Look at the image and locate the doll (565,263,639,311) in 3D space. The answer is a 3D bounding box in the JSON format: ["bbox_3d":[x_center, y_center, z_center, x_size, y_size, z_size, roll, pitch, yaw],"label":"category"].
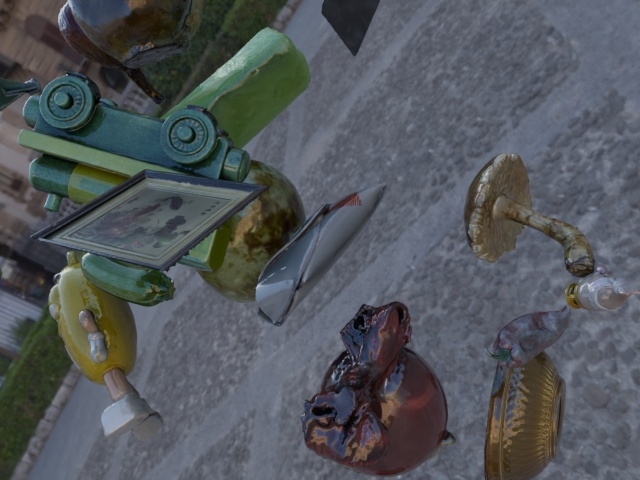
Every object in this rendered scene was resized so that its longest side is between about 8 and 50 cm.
[{"bbox_3d":[0.479,0.079,1.026,0.127,0.073,0.084,-23,53,63],"label":"doll"}]

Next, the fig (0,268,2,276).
[{"bbox_3d":[-0.532,0.029,0.851,0.167,0.233,0.167,-61,-3,-5],"label":"fig"}]

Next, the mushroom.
[{"bbox_3d":[0.425,-0.025,1.235,0.233,0.302,0.208,-27,-25,-33],"label":"mushroom"}]

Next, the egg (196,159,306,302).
[{"bbox_3d":[-0.145,-0.014,1.168,0.238,0.238,0.289,-97,4,-57],"label":"egg"}]

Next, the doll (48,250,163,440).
[{"bbox_3d":[-0.474,0.255,1.362,0.161,0.348,0.423,-23,43,-19],"label":"doll"}]

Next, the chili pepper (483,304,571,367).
[{"bbox_3d":[0.261,0.120,0.762,0.153,0.050,0.041,-22,16,-34],"label":"chili pepper"}]

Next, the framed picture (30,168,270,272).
[{"bbox_3d":[-0.187,-0.030,0.685,0.199,0.010,0.195,10,35,27],"label":"framed picture"}]

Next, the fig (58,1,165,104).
[{"bbox_3d":[-0.445,-0.460,1.370,0.190,0.290,0.190,-50,-2,-2],"label":"fig"}]

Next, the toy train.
[{"bbox_3d":[-0.303,-0.110,0.955,0.150,0.369,0.237,48,-123,-85],"label":"toy train"}]

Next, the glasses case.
[{"bbox_3d":[0.001,-0.001,0.992,0.308,0.083,0.128,-49,0,-39],"label":"glasses case"}]

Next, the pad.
[{"bbox_3d":[0.050,-0.368,0.941,0.003,0.157,0.112,23,90,24],"label":"pad"}]

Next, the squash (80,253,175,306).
[{"bbox_3d":[-0.356,0.070,1.113,0.219,0.068,0.077,14,76,26],"label":"squash"}]

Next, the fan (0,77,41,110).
[{"bbox_3d":[-0.301,-0.148,0.590,0.016,0.038,0.193,-22,20,-6],"label":"fan"}]

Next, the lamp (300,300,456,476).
[{"bbox_3d":[0.054,0.187,0.685,0.151,0.223,0.215,-18,31,32],"label":"lamp"}]

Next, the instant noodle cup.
[{"bbox_3d":[0.334,0.273,0.962,0.090,0.274,0.274,5,60,27],"label":"instant noodle cup"}]

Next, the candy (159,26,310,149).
[{"bbox_3d":[-0.173,-0.271,1.202,0.343,0.142,0.132,-42,56,-9],"label":"candy"}]

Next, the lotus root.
[{"bbox_3d":[-0.363,-0.465,1.132,0.149,0.267,0.260,-57,-40,-82],"label":"lotus root"}]
